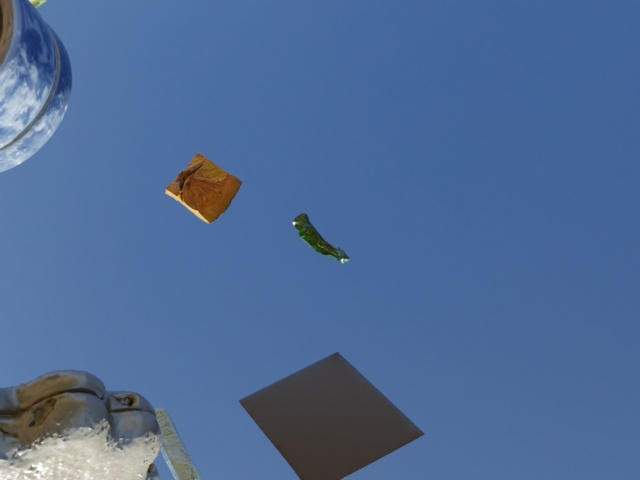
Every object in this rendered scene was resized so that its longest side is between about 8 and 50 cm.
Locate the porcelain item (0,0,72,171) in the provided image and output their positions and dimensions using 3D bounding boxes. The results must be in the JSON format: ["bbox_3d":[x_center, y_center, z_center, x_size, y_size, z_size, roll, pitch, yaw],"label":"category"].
[{"bbox_3d":[-0.271,-0.128,0.748,0.147,0.114,0.147,-3,-108,8],"label":"porcelain item"}]

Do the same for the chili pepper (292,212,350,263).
[{"bbox_3d":[0.000,0.006,1.586,0.035,0.055,0.118,-44,-112,-6],"label":"chili pepper"}]

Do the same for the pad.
[{"bbox_3d":[0.010,0.238,1.345,0.170,0.006,0.245,-25,-151,-18],"label":"pad"}]

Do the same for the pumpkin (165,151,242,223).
[{"bbox_3d":[-0.149,-0.072,1.242,0.101,0.035,0.073,30,-114,33],"label":"pumpkin"}]

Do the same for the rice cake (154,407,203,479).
[{"bbox_3d":[-0.247,0.355,1.682,0.042,0.045,0.245,-25,-154,-12],"label":"rice cake"}]

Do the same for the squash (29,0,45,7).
[{"bbox_3d":[-0.436,-0.478,1.250,0.310,0.310,0.309,-37,-143,13],"label":"squash"}]

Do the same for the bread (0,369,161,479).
[{"bbox_3d":[-0.293,0.240,1.151,0.183,0.337,0.102,-37,-126,11],"label":"bread"}]
